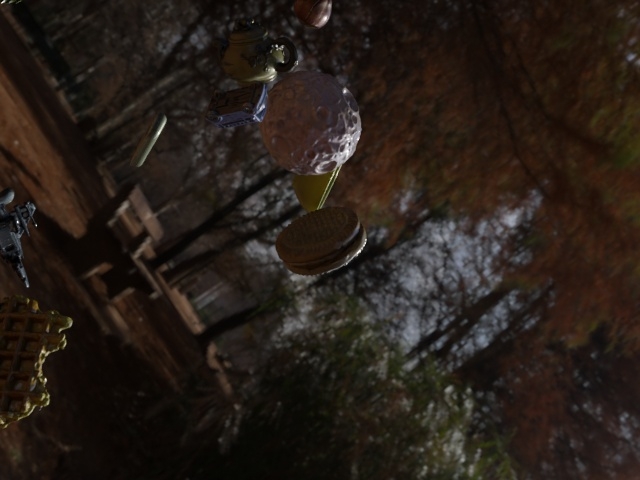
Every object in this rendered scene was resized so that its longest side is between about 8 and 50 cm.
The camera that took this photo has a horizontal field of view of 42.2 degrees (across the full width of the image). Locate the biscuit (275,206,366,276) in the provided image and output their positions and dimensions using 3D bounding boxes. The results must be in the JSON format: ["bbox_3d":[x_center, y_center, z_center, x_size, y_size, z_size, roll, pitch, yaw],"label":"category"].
[{"bbox_3d":[0.000,0.000,2.234,0.259,0.259,0.079,39,-25,58],"label":"biscuit"}]

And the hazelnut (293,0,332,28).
[{"bbox_3d":[-0.012,-0.488,1.749,0.086,0.086,0.086,53,-10,14],"label":"hazelnut"}]

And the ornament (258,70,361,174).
[{"bbox_3d":[-0.018,-0.288,2.028,0.259,0.225,0.259,44,30,-34],"label":"ornament"}]

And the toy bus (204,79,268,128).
[{"bbox_3d":[-0.177,-0.299,1.850,0.167,0.073,0.076,-3,-29,39],"label":"toy bus"}]

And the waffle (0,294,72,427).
[{"bbox_3d":[-0.667,0.255,1.736,0.281,0.301,0.058,23,-26,17],"label":"waffle"}]

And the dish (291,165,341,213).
[{"bbox_3d":[-0.006,-0.206,2.414,0.108,0.262,0.221,25,-46,1],"label":"dish"}]

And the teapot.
[{"bbox_3d":[-0.186,-0.540,2.338,0.269,0.173,0.183,6,-57,29],"label":"teapot"}]

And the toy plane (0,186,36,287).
[{"bbox_3d":[-0.678,0.007,1.793,0.078,0.169,0.247,39,-33,57],"label":"toy plane"}]

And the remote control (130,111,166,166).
[{"bbox_3d":[-0.504,-0.288,2.422,0.038,0.090,0.309,29,-21,-14],"label":"remote control"}]

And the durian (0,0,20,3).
[{"bbox_3d":[-0.460,-0.517,1.432,0.158,0.351,0.169,63,-14,-23],"label":"durian"}]
